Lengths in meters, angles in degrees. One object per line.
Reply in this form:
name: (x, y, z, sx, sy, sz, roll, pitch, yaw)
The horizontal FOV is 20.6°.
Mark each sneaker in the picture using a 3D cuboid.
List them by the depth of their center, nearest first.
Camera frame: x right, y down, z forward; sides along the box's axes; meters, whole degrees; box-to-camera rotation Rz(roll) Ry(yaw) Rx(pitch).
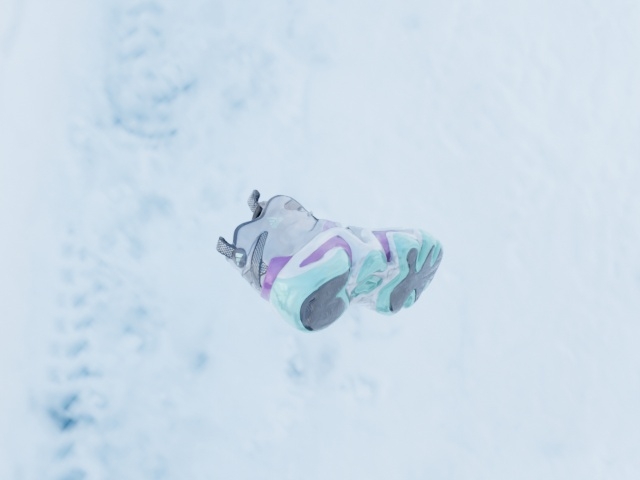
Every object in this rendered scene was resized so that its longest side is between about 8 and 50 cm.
sneaker: (0.000, 0.000, 0.689, 0.069, 0.098, 0.038, 36, 114, 29)
